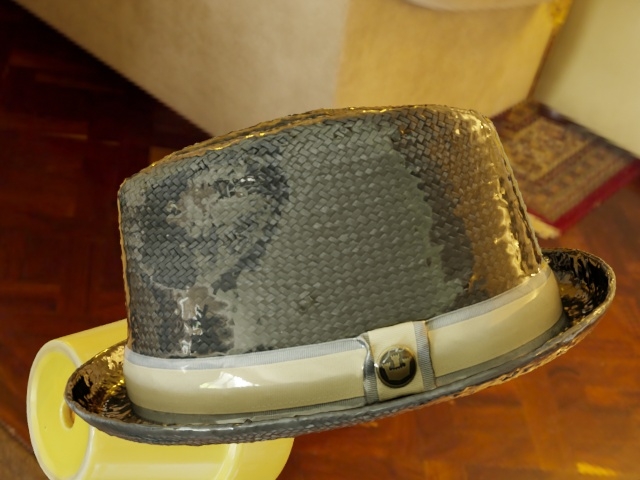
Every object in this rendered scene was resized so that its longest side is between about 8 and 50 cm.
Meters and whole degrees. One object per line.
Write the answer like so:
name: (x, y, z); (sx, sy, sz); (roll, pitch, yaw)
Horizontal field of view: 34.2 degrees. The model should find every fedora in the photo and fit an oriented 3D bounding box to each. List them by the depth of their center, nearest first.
fedora: (0.000, 0.000, 0.629); (0.334, 0.152, 0.334); (-11, 9, 2)

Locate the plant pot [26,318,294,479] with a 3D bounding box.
plant pot: (-0.194, 0.188, 1.203); (0.239, 0.254, 0.254); (-1, 38, -41)
